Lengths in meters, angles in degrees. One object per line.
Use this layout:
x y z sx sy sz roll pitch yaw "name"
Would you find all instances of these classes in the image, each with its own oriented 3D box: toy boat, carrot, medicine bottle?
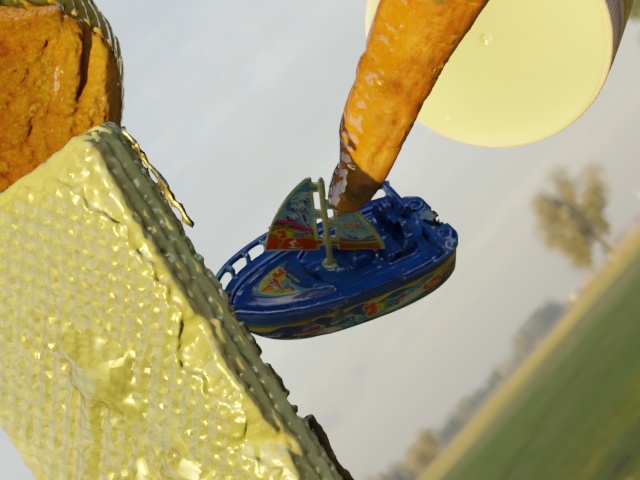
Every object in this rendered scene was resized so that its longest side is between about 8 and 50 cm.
0.000 0.000 1.070 0.175 0.091 0.110 -24 -45 -19 "toy boat"
0.049 -0.101 0.948 0.061 0.061 0.209 -33 -28 -62 "carrot"
0.193 -0.257 1.797 0.252 0.252 0.241 -53 4 36 "medicine bottle"

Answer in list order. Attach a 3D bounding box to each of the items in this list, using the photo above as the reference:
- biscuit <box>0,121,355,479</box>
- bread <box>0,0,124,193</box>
-0.088 0.082 0.849 0.150 0.252 0.052 -29 3 34 "biscuit"
-0.289 -0.123 1.605 0.227 0.142 0.253 0 -54 -23 "bread"
